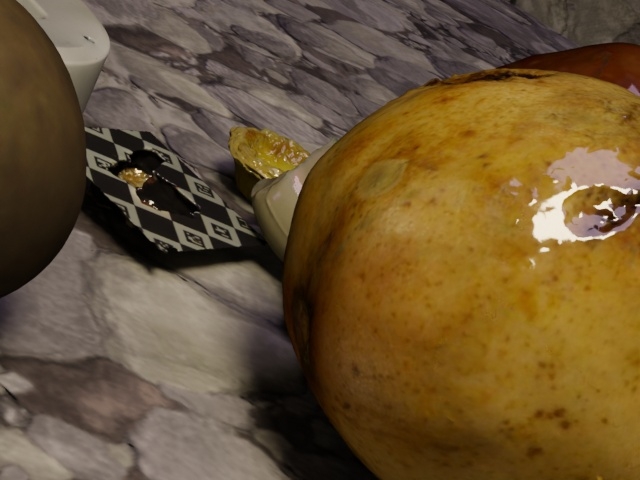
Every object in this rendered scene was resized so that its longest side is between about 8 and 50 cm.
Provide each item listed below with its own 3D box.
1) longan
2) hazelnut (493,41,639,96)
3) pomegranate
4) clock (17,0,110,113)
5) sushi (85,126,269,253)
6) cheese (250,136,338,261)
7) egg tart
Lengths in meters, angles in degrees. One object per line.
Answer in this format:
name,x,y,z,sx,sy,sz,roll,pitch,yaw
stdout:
longan,-0.196,-0.045,0.607,0.185,0.159,0.204,37,-25,-30
hazelnut,0.158,-0.028,0.925,0.229,0.229,0.229,26,20,-10
pomegranate,0.107,0.033,0.703,0.260,0.260,0.260,26,20,-10
clock,-0.252,-0.144,0.876,0.230,0.083,0.230,24,20,-9
sushi,-0.109,-0.024,0.856,0.126,0.026,0.120,42,20,22
cheese,-0.005,-0.005,0.877,0.092,0.047,0.171,44,32,-7
egg tart,-0.028,-0.045,0.996,0.105,0.039,0.105,25,20,-10
